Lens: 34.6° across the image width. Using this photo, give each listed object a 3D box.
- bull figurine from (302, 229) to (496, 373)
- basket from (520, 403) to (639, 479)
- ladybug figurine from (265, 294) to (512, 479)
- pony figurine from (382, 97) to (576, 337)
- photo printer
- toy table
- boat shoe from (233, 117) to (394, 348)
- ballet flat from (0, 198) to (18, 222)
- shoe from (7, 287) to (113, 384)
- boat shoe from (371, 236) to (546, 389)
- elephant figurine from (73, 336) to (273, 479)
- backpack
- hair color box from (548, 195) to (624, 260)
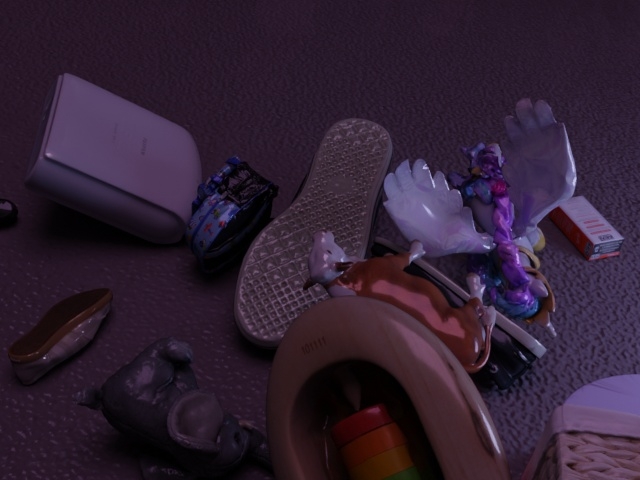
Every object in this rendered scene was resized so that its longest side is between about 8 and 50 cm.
[{"bbox_3d":[0.123,0.082,1.523,0.310,0.101,0.188,37,41,12],"label":"bull figurine"},{"bbox_3d":[0.391,0.401,1.174,0.328,0.331,0.266,9,40,1],"label":"basket"},{"bbox_3d":[0.099,0.284,1.304,0.162,0.305,0.449,5,61,-59],"label":"ladybug figurine"},{"bbox_3d":[0.293,-0.043,1.698,0.303,0.351,0.363,-25,15,12],"label":"pony figurine"},{"bbox_3d":[-0.349,-0.137,1.817,0.307,0.107,0.256,25,39,-24],"label":"photo printer"},{"bbox_3d":[0.415,0.302,1.409,0.274,0.161,0.252,-7,30,-28],"label":"toy table"},{"bbox_3d":[0.000,0.000,1.756,0.187,0.156,0.500,18,51,9],"label":"boat shoe"},{"bbox_3d":[-0.617,-0.043,1.795,0.173,0.049,0.057,-1,72,-5],"label":"ballet flat"},{"bbox_3d":[-0.396,0.143,1.587,0.077,0.058,0.219,5,30,30],"label":"shoe"},{"bbox_3d":[0.197,0.120,1.670,0.340,0.127,0.113,36,90,20],"label":"boat shoe"},{"bbox_3d":[-0.177,0.260,1.407,0.186,0.169,0.239,-39,70,-8],"label":"elephant figurine"},{"bbox_3d":[-0.165,-0.035,1.746,0.117,0.158,0.173,38,67,13],"label":"backpack"},{"bbox_3d":[0.503,-0.025,1.952,0.072,0.043,0.141,-9,40,-20],"label":"hair color box"}]
